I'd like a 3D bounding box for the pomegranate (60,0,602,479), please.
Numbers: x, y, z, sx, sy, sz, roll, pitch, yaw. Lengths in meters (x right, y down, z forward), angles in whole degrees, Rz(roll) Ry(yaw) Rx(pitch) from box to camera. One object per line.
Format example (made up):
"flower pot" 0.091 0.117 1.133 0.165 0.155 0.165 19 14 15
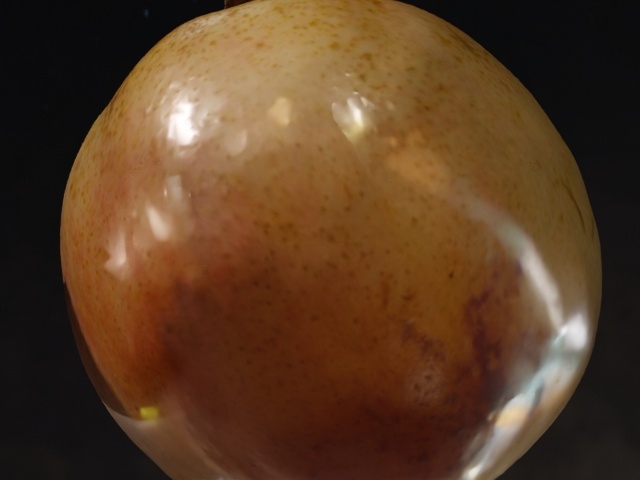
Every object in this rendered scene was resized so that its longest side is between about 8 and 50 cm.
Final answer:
"pomegranate" 0.000 0.000 0.829 0.319 0.319 0.319 -3 -49 -4
